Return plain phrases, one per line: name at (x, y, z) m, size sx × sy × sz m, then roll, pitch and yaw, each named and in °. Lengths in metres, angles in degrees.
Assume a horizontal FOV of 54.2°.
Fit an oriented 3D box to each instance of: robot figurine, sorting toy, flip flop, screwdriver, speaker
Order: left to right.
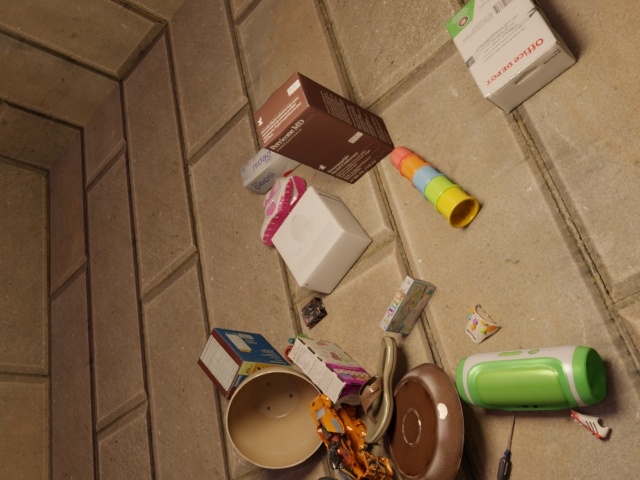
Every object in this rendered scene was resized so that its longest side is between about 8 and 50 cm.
sorting toy at (-0.071, 0.330, 1.951) m, size 0.102 × 0.042 × 0.061 m, roll -44°, pitch 65°, yaw 12°
robot figurine at (0.082, 0.528, 1.614) m, size 0.085 × 0.211 × 0.291 m, roll -50°, pitch 42°, yaw 12°
flip flop at (0.141, 0.379, 1.607) m, size 0.112 × 0.080 × 0.277 m, roll 142°, pitch 139°, yaw -72°
sorting toy at (0.382, 0.209, 1.525) m, size 0.083 × 0.044 × 0.075 m, roll 51°, pitch 133°, yaw 42°
screwdriver at (0.428, 0.459, 1.412) m, size 0.025 × 0.024 × 0.170 m, roll 17°, pitch 82°, yaw 18°
speaker at (0.450, 0.299, 1.358) m, size 0.296 × 0.131 × 0.131 m, roll -15°, pitch 67°, yaw 42°

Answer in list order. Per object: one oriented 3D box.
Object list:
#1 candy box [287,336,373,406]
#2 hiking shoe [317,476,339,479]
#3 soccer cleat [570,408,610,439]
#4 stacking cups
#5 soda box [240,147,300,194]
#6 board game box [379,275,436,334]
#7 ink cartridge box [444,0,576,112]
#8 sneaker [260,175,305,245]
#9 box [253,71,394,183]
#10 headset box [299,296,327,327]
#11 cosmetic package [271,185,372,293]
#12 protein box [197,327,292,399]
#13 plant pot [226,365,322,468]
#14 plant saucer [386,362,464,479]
candy box at (0.038, 0.363, 1.735) m, size 0.233 × 0.159 × 0.071 m, roll 37°, pitch 104°, yaw 46°
hiking shoe at (0.041, 0.715, 1.654) m, size 0.227 × 0.114 × 0.086 m, roll 41°, pitch 107°, yaw 44°
soccer cleat at (0.558, 0.374, 1.296) m, size 0.036 × 0.029 × 0.083 m, roll -54°, pitch 49°, yaw 7°
stacking cups at (0.300, -0.157, 1.695) m, size 0.096 × 0.096 × 0.316 m, roll -55°, pitch 41°, yaw 18°
soda box at (-0.151, -0.279, 2.174) m, size 0.286 × 0.098 × 0.091 m, roll -36°, pitch 53°, yaw 33°
board game box at (0.229, 0.172, 1.639) m, size 0.026 × 0.103 × 0.154 m, roll 39°, pitch 106°, yaw 45°
ink cartridge box at (0.473, -0.503, 1.586) m, size 0.211 × 0.121 × 0.289 m, roll -37°, pitch 54°, yaw 32°
sneaker at (-0.142, -0.105, 2.120) m, size 0.111 × 0.103 × 0.252 m, roll 22°, pitch 88°, yaw 51°
box at (0.017, -0.313, 1.804) m, size 0.191 × 0.381 × 0.143 m, roll -38°, pitch 53°, yaw 31°
headset box at (-0.024, 0.225, 1.935) m, size 0.083 × 0.032 × 0.062 m, roll -43°, pitch 51°, yaw 26°
cosmetic package at (0.000, 0.000, 1.903) m, size 0.224 × 0.138 × 0.225 m, roll -52°, pitch 46°, yaw 21°
protein box at (-0.241, 0.393, 1.980) m, size 0.201 × 0.199 × 0.136 m, roll 36°, pitch 104°, yaw 45°
plant pot at (-0.129, 0.485, 1.821) m, size 0.191 × 0.284 × 0.284 m, roll -130°, pitch 61°, yaw -81°
plant saucer at (0.235, 0.450, 1.504) m, size 0.310 × 0.050 × 0.311 m, roll -172°, pitch 90°, yaw -69°
